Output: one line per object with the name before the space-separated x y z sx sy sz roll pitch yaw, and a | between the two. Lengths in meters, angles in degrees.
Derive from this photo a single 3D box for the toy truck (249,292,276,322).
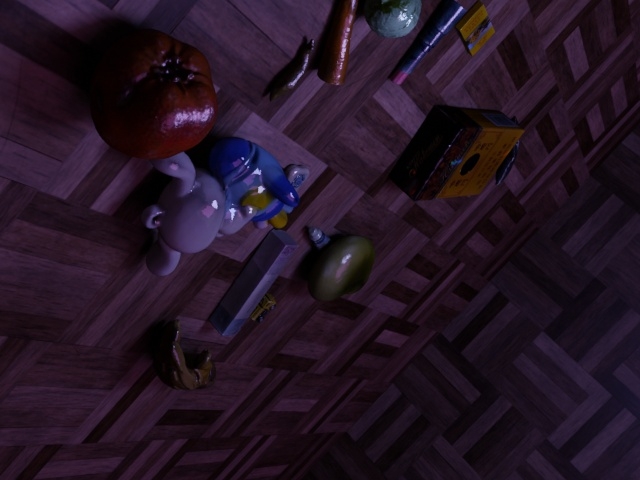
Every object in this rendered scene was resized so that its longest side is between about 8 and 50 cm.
toy truck | -0.167 0.185 2.261 0.083 0.049 0.054 -48 153 11

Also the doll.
doll | -0.202 -0.099 1.656 0.366 0.187 0.376 -19 169 -27

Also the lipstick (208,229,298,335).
lipstick | -0.178 0.113 2.112 0.317 0.068 0.066 -54 153 19

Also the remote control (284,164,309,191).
remote control | -0.077 -0.129 1.934 0.074 0.032 0.122 -3 134 -55

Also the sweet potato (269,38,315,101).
sweet potato | -0.053 -0.343 1.638 0.153 0.038 0.041 -52 177 12

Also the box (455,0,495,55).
box | 0.392 -0.533 2.027 0.087 0.023 0.155 -50 155 5

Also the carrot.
carrot | 0.043 -0.423 1.639 0.061 0.061 0.209 -22 141 -39

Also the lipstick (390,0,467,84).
lipstick | 0.248 -0.463 1.889 0.234 0.053 0.053 -50 154 17

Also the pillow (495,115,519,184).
pillow | 0.604 -0.291 2.584 0.141 0.055 0.208 107 1 -52

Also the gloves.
gloves | -0.355 0.314 2.065 0.141 0.154 0.331 -42 162 -10

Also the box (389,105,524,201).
box | 0.407 -0.255 2.365 0.415 0.116 0.264 -8 138 -53

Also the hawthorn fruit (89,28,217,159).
hawthorn fruit | -0.292 -0.218 1.323 0.208 0.207 0.243 -21 172 -41

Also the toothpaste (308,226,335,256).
toothpaste | 0.000 0.000 2.244 0.062 0.037 0.216 -42 161 -2

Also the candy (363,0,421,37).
candy | 0.094 -0.484 1.491 0.119 0.119 0.440 -50 163 11

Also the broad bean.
broad bean | 0.064 0.086 2.348 0.238 0.119 0.291 -44 162 1
